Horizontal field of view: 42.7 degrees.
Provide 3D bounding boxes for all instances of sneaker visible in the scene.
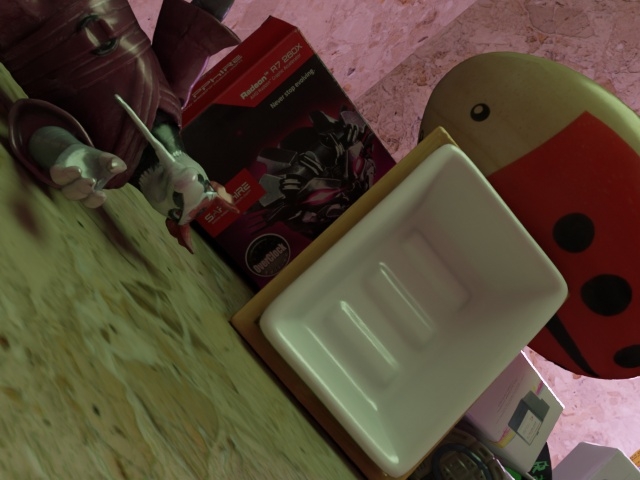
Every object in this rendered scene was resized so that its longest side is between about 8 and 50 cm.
[{"bbox_3d":[0.092,0.214,0.986,0.297,0.111,0.129,54,-14,8],"label":"sneaker"}]

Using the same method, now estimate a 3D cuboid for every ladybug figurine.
[{"bbox_3d":[0.269,0.000,0.935,0.449,0.162,0.305,50,-35,-9],"label":"ladybug figurine"}]

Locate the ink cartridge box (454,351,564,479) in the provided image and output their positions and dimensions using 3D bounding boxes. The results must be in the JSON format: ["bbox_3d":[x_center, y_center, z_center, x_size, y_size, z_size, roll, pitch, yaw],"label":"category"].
[{"bbox_3d":[0.210,0.210,1.173,0.207,0.119,0.353,23,-16,40],"label":"ink cartridge box"}]

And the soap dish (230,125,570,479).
[{"bbox_3d":[0.083,0.066,0.816,0.229,0.291,0.118,50,-18,-9],"label":"soap dish"}]

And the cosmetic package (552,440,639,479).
[{"bbox_3d":[0.533,0.579,1.335,0.453,0.230,0.161,48,-10,4],"label":"cosmetic package"}]

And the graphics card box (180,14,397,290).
[{"bbox_3d":[-0.023,-0.053,1.000,0.371,0.233,0.094,51,-4,-30],"label":"graphics card box"}]

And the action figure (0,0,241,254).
[{"bbox_3d":[-0.191,-0.141,0.577,0.275,0.248,0.370,-8,-62,41],"label":"action figure"}]

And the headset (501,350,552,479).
[{"bbox_3d":[0.317,0.259,1.434,0.394,0.185,0.243,-114,-169,-45],"label":"headset"}]

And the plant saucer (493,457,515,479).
[{"bbox_3d":[0.305,0.439,1.046,0.400,0.100,0.400,48,-1,2],"label":"plant saucer"}]

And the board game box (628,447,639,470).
[{"bbox_3d":[0.695,0.677,1.603,0.356,0.356,0.356,51,-2,1],"label":"board game box"}]
